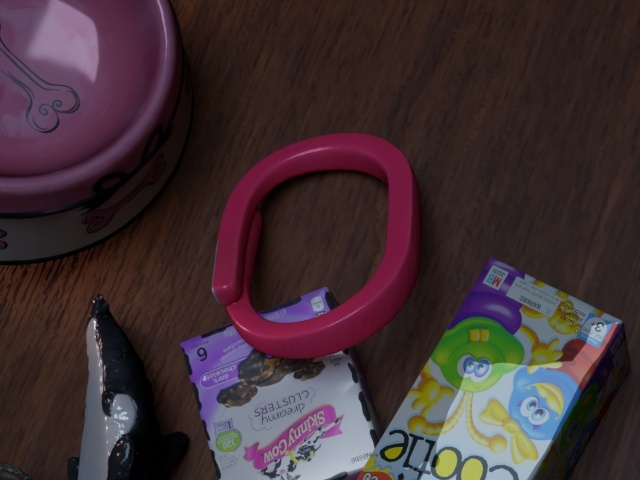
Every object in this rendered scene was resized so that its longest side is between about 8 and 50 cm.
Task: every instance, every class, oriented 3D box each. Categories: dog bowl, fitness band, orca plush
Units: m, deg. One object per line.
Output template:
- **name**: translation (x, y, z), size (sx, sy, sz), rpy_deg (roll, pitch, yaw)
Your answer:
- **dog bowl**: translation (-0.330, -0.188, 1.501), size (0.408, 0.150, 0.408), rpy_deg (4, 73, -13)
- **fitness band**: translation (0.000, 0.000, 1.430), size (0.209, 0.054, 0.291), rpy_deg (-9, 42, 13)
- **orca plush**: translation (-0.193, 0.203, 1.449), size (0.151, 0.102, 0.287), rpy_deg (-52, 40, 41)

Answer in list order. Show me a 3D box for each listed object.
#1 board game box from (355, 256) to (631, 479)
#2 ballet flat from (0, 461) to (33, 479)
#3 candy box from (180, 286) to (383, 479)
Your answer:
- **board game box**: translation (0.159, 0.182, 1.310), size (0.144, 0.142, 0.275), rpy_deg (27, 77, 23)
- **ballet flat**: translation (-0.487, 0.369, 1.401), size (0.483, 0.164, 0.182), rpy_deg (-43, 23, -4)
- **candy box**: translation (-0.033, 0.169, 1.406), size (0.165, 0.070, 0.196), rpy_deg (-21, 63, 5)
